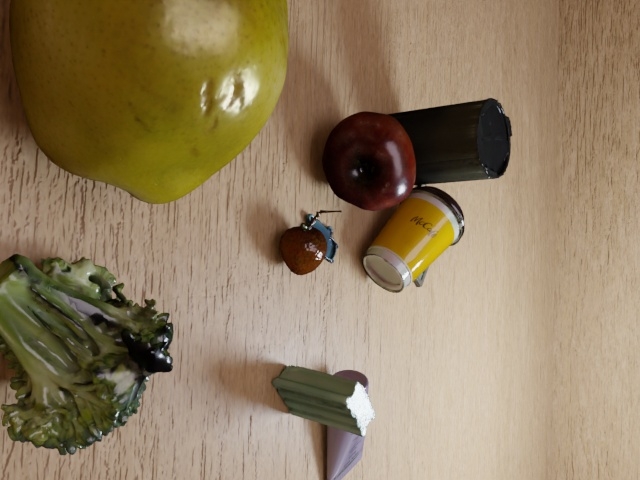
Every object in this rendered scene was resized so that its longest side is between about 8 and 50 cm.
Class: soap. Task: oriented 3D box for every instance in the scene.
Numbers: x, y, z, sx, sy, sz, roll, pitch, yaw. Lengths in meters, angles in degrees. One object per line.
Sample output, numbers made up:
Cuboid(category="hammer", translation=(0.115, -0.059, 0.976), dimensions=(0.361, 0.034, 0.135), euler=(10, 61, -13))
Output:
Cuboid(category="soap", translation=(0.005, 0.325, 1.119), dimensions=(0.063, 0.198, 0.115), euler=(-49, 128, -37))

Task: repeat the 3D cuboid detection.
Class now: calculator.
Cuboid(category="calculator", translation=(0.000, 0.000, 1.253), dimensions=(0.141, 0.019, 0.094), euler=(43, 58, -44))

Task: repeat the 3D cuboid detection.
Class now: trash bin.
Cuboid(category="trash bin", translation=(0.313, -0.246, 1.414), dimensions=(0.252, 0.301, 0.203), euler=(-43, 122, -43))

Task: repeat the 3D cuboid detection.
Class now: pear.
Cuboid(category="pear", translation=(-0.219, -0.264, 0.726), dimensions=(0.362, 0.362, 0.419), euler=(11, 109, -50))

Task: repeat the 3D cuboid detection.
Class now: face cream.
Cuboid(category="face cream", translation=(0.062, 0.448, 1.290), dimensions=(0.154, 0.096, 0.274), euler=(-26, 123, -51))

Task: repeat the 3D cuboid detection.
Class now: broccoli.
Cuboid(category="broccoli", translation=(-0.315, 0.111, 0.690), dimensions=(0.243, 0.246, 0.263), euler=(60, 29, -41))

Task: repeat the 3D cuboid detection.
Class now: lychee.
Cuboid(category="lychee", translation=(-0.032, 0.004, 1.145), dimensions=(0.114, 0.101, 0.140), euler=(6, 84, -33))

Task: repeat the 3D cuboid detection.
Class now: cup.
Cuboid(category="cup", translation=(0.241, -0.004, 1.421), dimensions=(0.279, 0.196, 0.197), euler=(-45, 124, -27))

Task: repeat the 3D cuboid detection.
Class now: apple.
Cuboid(category="apple", translation=(0.112, -0.186, 1.243), dimensions=(0.234, 0.233, 0.234), euler=(0, 90, -51))

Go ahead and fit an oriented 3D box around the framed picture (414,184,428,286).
Cuboid(category="framed picture", translation=(0.299, -0.022, 1.625), dimensions=(0.192, 0.018, 0.266), euler=(51, 53, -37))
